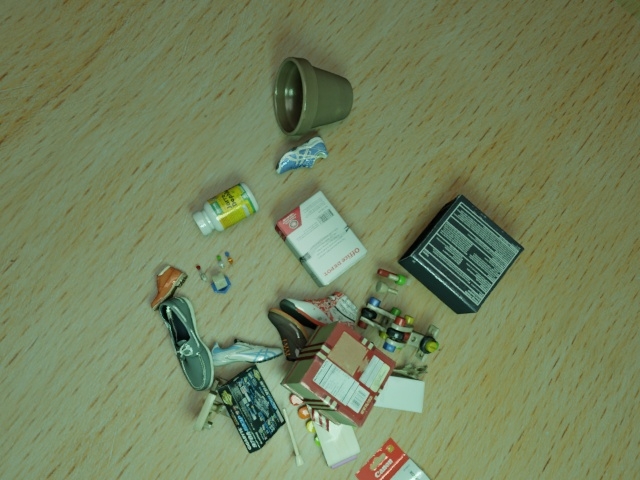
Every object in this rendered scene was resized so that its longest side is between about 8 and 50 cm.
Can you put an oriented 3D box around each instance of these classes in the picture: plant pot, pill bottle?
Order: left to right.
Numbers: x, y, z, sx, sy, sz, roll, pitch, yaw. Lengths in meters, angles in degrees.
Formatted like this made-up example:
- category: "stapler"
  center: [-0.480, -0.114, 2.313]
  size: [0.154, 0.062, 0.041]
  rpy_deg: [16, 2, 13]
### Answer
- category: "pill bottle"
  center: [-0.327, -0.104, 1.616]
  size: [0.208, 0.117, 0.118]
  rpy_deg: [-31, 86, -11]
- category: "plant pot"
  center: [-0.015, -0.504, 1.683]
  size: [0.229, 0.263, 0.263]
  rpy_deg: [-6, 81, -28]

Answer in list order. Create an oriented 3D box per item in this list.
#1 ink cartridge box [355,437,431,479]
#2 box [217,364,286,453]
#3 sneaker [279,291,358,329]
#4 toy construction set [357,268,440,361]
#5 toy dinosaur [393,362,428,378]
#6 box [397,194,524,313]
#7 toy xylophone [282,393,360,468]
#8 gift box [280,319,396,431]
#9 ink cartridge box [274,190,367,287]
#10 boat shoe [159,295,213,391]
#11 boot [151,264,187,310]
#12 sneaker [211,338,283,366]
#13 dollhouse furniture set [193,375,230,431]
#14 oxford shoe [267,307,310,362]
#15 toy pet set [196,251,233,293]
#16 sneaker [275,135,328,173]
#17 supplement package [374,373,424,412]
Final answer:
- category: "ink cartridge box"
  center: [0.256, 0.810, 1.577]
  size: [0.181, 0.056, 0.225]
  rpy_deg: [-41, 90, -13]
- category: "box"
  center: [-0.214, 0.527, 1.497]
  size: [0.051, 0.175, 0.220]
  rpy_deg: [-31, 85, 22]
- category: "sneaker"
  center: [0.001, 0.227, 1.607]
  size: [0.270, 0.090, 0.145]
  rpy_deg: [29, 61, -8]
- category: "toy construction set"
  center: [0.283, 0.270, 1.612]
  size: [0.237, 0.257, 0.309]
  rpy_deg: [19, 69, -22]
- category: "toy dinosaur"
  center: [0.299, 0.450, 1.622]
  size: [0.183, 0.092, 0.053]
  rpy_deg: [7, 69, -17]
- category: "box"
  center: [0.487, 0.055, 1.671]
  size: [0.296, 0.183, 0.294]
  rpy_deg: [42, 76, 2]
- category: "toy xylophone"
  center: [0.002, 0.597, 1.561]
  size: [0.236, 0.081, 0.323]
  rpy_deg: [-11, 82, -10]
- category: "gift box"
  center: [0.054, 0.425, 1.435]
  size: [0.276, 0.258, 0.255]
  rpy_deg: [42, 66, -3]
- category: "ink cartridge box"
  center: [0.000, 0.000, 1.646]
  size: [0.197, 0.114, 0.273]
  rpy_deg: [-37, 86, -13]
- category: "boat shoe"
  center: [-0.439, 0.336, 1.516]
  size: [0.116, 0.099, 0.320]
  rpy_deg: [-23, 79, 18]
- category: "boot"
  center: [-0.525, 0.158, 1.577]
  size: [0.084, 0.059, 0.158]
  rpy_deg: [33, 69, 2]
- category: "sneaker"
  center: [-0.243, 0.367, 1.566]
  size: [0.237, 0.085, 0.086]
  rpy_deg: [-1, 75, -11]
- category: "dollhouse furniture set"
  center: [-0.307, 0.532, 1.493]
  size: [0.123, 0.151, 0.144]
  rpy_deg: [24, 80, -4]
- category: "oxford shoe"
  center: [-0.091, 0.341, 1.574]
  size: [0.271, 0.097, 0.098]
  rpy_deg: [46, 61, 1]
- category: "toy pet set"
  center: [-0.345, 0.119, 1.617]
  size: [0.122, 0.065, 0.114]
  rpy_deg: [-25, 50, -14]
- category: "sneaker"
  center: [-0.066, -0.296, 1.705]
  size: [0.211, 0.080, 0.081]
  rpy_deg: [-33, 83, -11]
- category: "supplement package"
  center: [0.247, 0.510, 1.600]
  size: [0.179, 0.105, 0.105]
  rpy_deg: [10, 79, -6]
